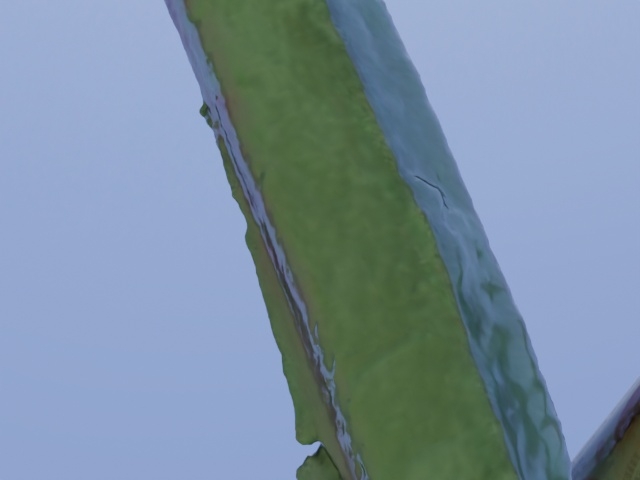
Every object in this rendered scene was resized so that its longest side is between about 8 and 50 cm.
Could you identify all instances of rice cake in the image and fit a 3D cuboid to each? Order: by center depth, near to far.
[{"bbox_3d":[0.003,0.000,0.397,0.081,0.051,0.290,-27,-103,19],"label":"rice cake"}]

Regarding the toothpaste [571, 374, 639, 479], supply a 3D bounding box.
[{"bbox_3d":[0.184,0.152,0.870,0.066,0.100,0.323,13,-58,-34],"label":"toothpaste"}]
